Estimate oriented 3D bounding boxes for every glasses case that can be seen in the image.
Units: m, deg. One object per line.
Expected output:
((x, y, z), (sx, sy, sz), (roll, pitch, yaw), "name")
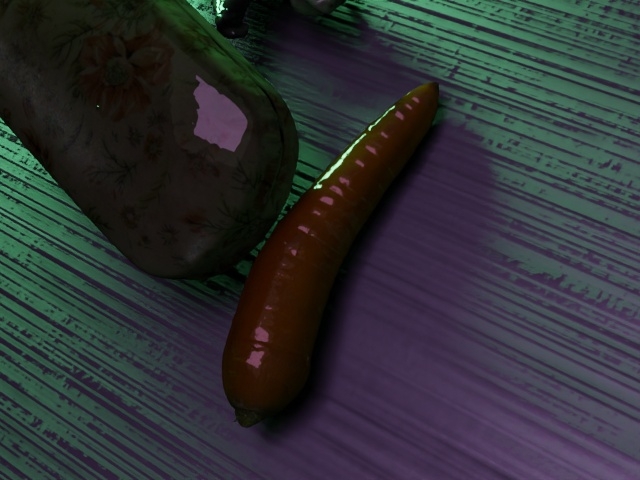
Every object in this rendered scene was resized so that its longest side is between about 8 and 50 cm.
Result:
((-0.178, -0.143, 0.914), (0.425, 0.098, 0.156), (46, 111, 26), "glasses case")

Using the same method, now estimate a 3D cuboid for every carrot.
((0.000, -0.001, 0.836), (0.066, 0.062, 0.271), (-11, 50, 59), "carrot")

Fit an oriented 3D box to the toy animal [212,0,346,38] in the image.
((-0.071, -0.222, 0.956), (0.225, 0.094, 0.121), (24, 39, 36), "toy animal")
